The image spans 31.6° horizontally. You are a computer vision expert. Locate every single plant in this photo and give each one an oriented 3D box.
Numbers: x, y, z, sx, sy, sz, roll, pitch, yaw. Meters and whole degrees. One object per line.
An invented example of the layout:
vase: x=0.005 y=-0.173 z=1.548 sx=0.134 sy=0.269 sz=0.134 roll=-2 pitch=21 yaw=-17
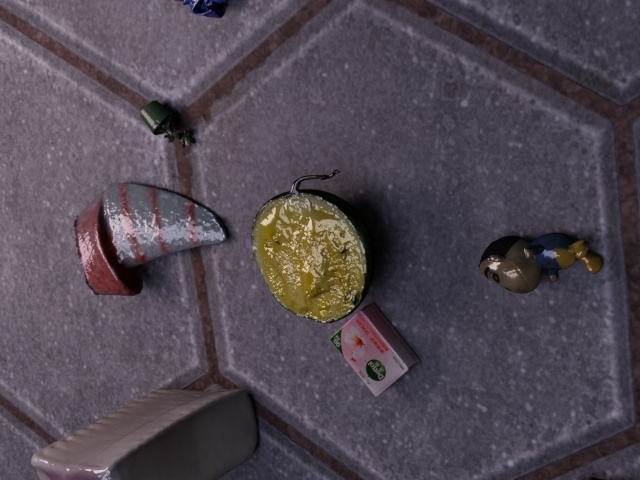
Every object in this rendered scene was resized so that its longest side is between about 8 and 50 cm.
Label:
plant: x=-0.260 y=-0.191 z=1.927 sx=0.102 sy=0.051 sz=0.051 roll=43 pitch=123 yaw=8

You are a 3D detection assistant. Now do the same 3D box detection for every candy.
candy: x=-0.293 y=0.370 z=1.935 sx=0.208 sy=0.358 sz=0.145 roll=-4 pitch=102 yaw=37

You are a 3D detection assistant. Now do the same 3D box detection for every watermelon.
watermelon: x=0.000 y=0.008 z=1.774 sx=0.204 sy=0.127 sz=0.232 roll=-12 pitch=99 yaw=34

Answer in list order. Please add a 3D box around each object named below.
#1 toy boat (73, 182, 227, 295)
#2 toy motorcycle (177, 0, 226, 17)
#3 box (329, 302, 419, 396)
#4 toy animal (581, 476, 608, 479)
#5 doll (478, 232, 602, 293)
toy boat: x=-0.296 y=-0.017 z=1.992 sx=0.282 sy=0.096 sz=0.206 roll=-14 pitch=82 yaw=25
toy motorcycle: x=-0.161 y=-0.420 z=1.784 sx=0.205 sy=0.076 sz=0.114 roll=-28 pitch=98 yaw=33
box: x=0.087 y=0.176 z=1.821 sx=0.125 sy=0.043 sz=0.089 roll=50 pitch=124 yaw=10
toy animal: x=0.499 y=0.503 z=1.572 sx=0.302 sy=0.194 sz=0.344 roll=-24 pitch=96 yaw=40
doll: x=0.305 y=0.033 z=1.621 sx=0.179 sy=0.102 sz=0.089 roll=-4 pitch=60 yaw=37
